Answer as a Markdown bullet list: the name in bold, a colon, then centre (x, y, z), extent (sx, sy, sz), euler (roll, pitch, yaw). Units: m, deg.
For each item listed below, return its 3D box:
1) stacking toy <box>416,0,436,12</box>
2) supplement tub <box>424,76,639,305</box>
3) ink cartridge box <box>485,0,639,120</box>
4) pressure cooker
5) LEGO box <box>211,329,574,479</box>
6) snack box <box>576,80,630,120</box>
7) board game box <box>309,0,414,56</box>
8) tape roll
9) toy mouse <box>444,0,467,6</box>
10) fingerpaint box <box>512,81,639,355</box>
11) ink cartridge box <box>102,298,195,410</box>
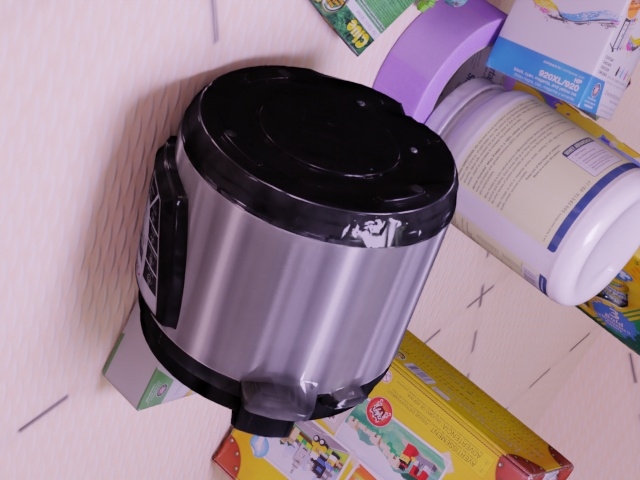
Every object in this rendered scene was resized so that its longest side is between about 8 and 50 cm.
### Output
- **stacking toy**: centre (0.174, -0.424, 1.896), extent (0.221, 0.052, 0.167), euler (-57, 153, 14)
- **supplement tub**: centre (0.318, -0.080, 2.057), extent (0.235, 0.325, 0.235), euler (-38, 151, -25)
- **ink cartridge box**: centre (0.394, -0.327, 2.056), extent (0.171, 0.168, 0.232), euler (6, 110, -61)
- **pressure cooker**: centre (-0.043, 0.033, 1.771), extent (0.370, 0.375, 0.420), euler (-26, 144, -46)
- **LEGO box**: centre (0.113, 0.382, 2.330), extent (0.193, 0.500, 0.372), euler (4, 122, -59)
- **snack box**: centre (0.469, -0.293, 2.439), extent (0.100, 0.141, 0.037), euler (-47, 155, -10)
- **board game box**: centre (0.042, -0.348, 1.761), extent (0.136, 0.030, 0.260), euler (-45, 149, 2)
- **tape roll**: centre (0.199, -0.247, 2.124), extent (0.275, 0.090, 0.275), euler (-38, 152, -25)
- **toy mouse**: centre (0.223, -0.385, 1.986), extent (0.161, 0.031, 0.143), euler (-51, 180, -25)
- **fingerpaint box**: centre (0.433, -0.051, 2.348), extent (0.163, 0.445, 0.371), euler (-44, 154, -13)
- **ink cartridge box**: centre (-0.195, 0.148, 1.997), extent (0.212, 0.093, 0.154), euler (-8, 132, -53)
